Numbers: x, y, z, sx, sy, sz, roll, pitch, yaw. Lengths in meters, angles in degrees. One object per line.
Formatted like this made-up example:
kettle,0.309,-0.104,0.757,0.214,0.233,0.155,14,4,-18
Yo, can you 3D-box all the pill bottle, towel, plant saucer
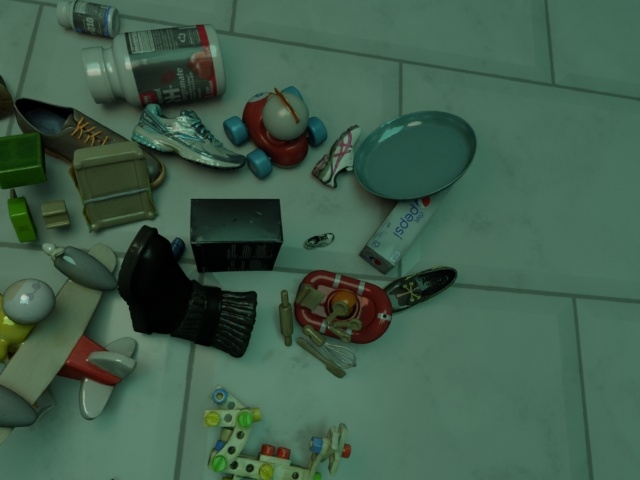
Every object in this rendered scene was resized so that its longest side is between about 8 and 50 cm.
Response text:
pill bottle,-0.408,-0.430,1.236,0.318,0.176,0.176,-13,77,-13
pill bottle,-0.605,-0.581,1.295,0.137,0.078,0.078,7,73,-8
towel,-0.356,0.053,1.164,0.029,0.067,0.119,28,71,0
plant saucer,0.244,-0.216,1.290,0.318,0.043,0.317,-12,50,15

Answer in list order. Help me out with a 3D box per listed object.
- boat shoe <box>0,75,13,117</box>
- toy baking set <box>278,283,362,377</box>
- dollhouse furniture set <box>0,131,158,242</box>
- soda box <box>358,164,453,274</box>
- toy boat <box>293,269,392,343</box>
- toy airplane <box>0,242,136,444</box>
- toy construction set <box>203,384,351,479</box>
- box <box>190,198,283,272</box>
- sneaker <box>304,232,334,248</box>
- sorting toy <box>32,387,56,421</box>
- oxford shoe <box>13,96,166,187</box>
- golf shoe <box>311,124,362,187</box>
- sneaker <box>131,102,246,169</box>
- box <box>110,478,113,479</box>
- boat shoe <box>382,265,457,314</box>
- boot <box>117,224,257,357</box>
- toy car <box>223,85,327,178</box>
boat shoe,-0.911,-0.318,1.152,0.342,0.123,0.123,-24,66,-16
toy baking set,-0.006,0.214,1.128,0.197,0.256,0.030,16,36,18
dollhouse furniture set,-0.554,-0.137,1.144,0.301,0.197,0.151,-15,43,-23
soda box,0.222,-0.053,1.285,0.091,0.098,0.286,37,70,4
toy boat,0.055,0.152,1.154,0.231,0.151,0.151,15,77,2
toy airplane,-0.548,0.185,0.979,0.384,0.272,0.386,-15,58,-36
toy construction set,-0.103,0.451,1.063,0.328,0.151,0.215,11,72,4
box,-0.190,-0.004,1.109,0.184,0.261,0.103,-3,74,-12
sneaker,0.000,0.000,1.261,0.083,0.037,0.032,-21,77,-17
sorting toy,-0.608,0.342,1.054,0.083,0.045,0.075,-44,105,-18
oxford shoe,-0.548,-0.226,1.174,0.364,0.133,0.130,21,71,-4
golf shoe,0.059,-0.224,1.324,0.086,0.067,0.186,38,80,-3
sneaker,-0.314,-0.255,1.219,0.283,0.110,0.122,18,96,-6
box,-0.431,0.632,0.995,0.159,0.044,0.233,-34,83,-18
boat shoe,0.240,0.120,1.253,0.228,0.068,0.081,-23,80,-16
boot,-0.257,0.114,1.033,0.260,0.348,0.131,14,55,-1
toy car,-0.102,-0.309,1.225,0.219,0.238,0.210,-33,82,-18
